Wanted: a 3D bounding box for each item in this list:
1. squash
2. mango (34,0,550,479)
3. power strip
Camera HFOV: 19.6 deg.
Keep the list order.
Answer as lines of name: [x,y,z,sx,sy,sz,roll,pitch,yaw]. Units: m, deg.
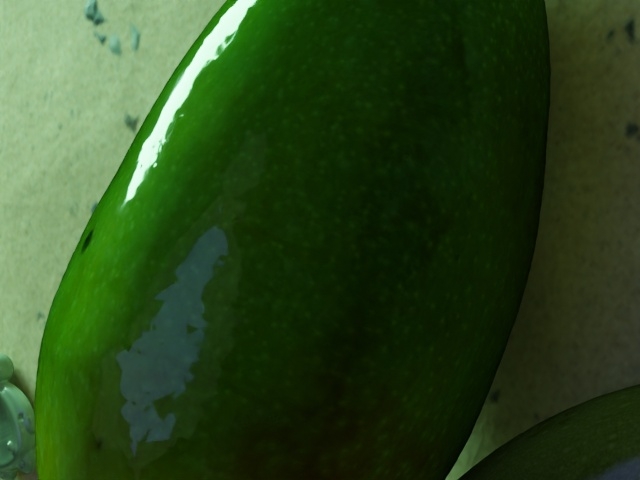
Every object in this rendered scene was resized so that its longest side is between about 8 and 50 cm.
squash: [0.106,0.132,0.847,0.341,0.094,0.094,-43,61,37]
mango: [0.000,0.000,0.868,0.201,0.225,0.382,21,85,38]
power strip: [-0.208,0.113,1.187,0.055,0.035,0.083,-27,74,41]
